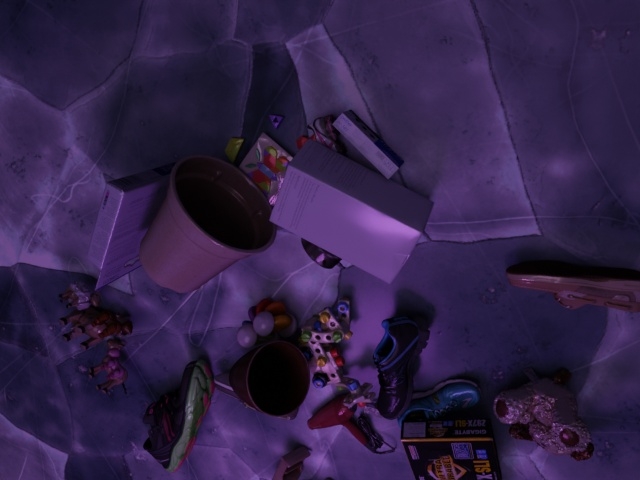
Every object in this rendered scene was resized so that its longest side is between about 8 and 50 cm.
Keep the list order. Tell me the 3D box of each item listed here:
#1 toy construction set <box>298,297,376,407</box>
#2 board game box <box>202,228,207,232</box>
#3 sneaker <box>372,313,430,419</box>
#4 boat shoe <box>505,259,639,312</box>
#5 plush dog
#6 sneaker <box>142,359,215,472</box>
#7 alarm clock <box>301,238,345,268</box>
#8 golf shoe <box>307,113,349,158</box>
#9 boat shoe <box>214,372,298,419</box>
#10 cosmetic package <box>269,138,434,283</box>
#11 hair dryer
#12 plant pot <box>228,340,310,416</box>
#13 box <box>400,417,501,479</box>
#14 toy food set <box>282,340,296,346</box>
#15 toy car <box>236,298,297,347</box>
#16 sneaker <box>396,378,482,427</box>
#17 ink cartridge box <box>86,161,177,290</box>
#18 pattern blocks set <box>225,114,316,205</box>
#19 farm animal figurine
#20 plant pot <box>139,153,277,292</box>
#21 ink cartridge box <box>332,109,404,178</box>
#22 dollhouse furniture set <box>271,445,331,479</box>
[{"bbox_3d":[0.048,0.353,1.657,0.214,0.151,0.328,-21,90,22],"label":"toy construction set"},{"bbox_3d":[-0.398,0.051,1.743,0.193,0.045,0.147,-30,97,23],"label":"board game box"},{"bbox_3d":[0.206,0.371,1.594,0.139,0.125,0.341,4,106,-26],"label":"sneaker"},{"bbox_3d":[0.652,0.126,1.392,0.340,0.122,0.110,5,109,15],"label":"boat shoe"},{"bbox_3d":[0.645,0.503,1.514,0.262,0.210,0.226,13,130,43],"label":"plush dog"},{"bbox_3d":[-0.516,0.613,1.894,0.202,0.185,0.483,26,113,4],"label":"sneaker"},{"bbox_3d":[0.000,0.000,1.562,0.064,0.129,0.192,-47,63,23],"label":"alarm clock"},{"bbox_3d":[0.025,-0.250,1.493,0.085,0.067,0.186,-12,108,22],"label":"golf shoe"},{"bbox_3d":[-0.217,0.521,1.808,0.304,0.109,0.091,12,106,9],"label":"boat shoe"},{"bbox_3d":[0.080,-0.077,1.449,0.384,0.156,0.217,28,133,1],"label":"cosmetic package"},{"bbox_3d":[0.095,0.604,1.753,0.293,0.080,0.224,6,110,16],"label":"hair dryer"},{"bbox_3d":[-0.184,0.420,1.656,0.230,0.215,0.216,-18,103,52],"label":"plant pot"},{"bbox_3d":[0.397,0.654,1.615,0.256,0.079,0.322,-9,126,16],"label":"box"},{"bbox_3d":[-0.104,0.370,1.770,0.083,0.020,0.083,4,109,16],"label":"toy food set"},{"bbox_3d":[-0.177,0.257,1.703,0.182,0.159,0.136,-38,59,25],"label":"toy car"},{"bbox_3d":[0.354,0.503,1.620,0.275,0.110,0.107,-29,97,23],"label":"sneaker"},{"bbox_3d":[-0.546,-0.053,1.602,0.071,0.324,0.330,31,114,7],"label":"ink cartridge box"},{"bbox_3d":[-0.156,-0.208,1.590,0.285,0.026,0.325,27,114,8],"label":"pattern blocks set"},{"bbox_3d":[-0.758,0.330,1.896,0.326,0.172,0.331,30,123,20],"label":"farm animal figurine"},{"bbox_3d":[-0.345,-0.018,1.535,0.334,0.334,0.305,47,122,-2],"label":"plant pot"},{"bbox_3d":[0.130,-0.259,1.443,0.207,0.097,0.046,44,115,-1],"label":"ink cartridge box"},{"bbox_3d":[-0.044,0.847,1.811,0.242,0.212,0.161,39,120,32],"label":"dollhouse furniture set"}]
